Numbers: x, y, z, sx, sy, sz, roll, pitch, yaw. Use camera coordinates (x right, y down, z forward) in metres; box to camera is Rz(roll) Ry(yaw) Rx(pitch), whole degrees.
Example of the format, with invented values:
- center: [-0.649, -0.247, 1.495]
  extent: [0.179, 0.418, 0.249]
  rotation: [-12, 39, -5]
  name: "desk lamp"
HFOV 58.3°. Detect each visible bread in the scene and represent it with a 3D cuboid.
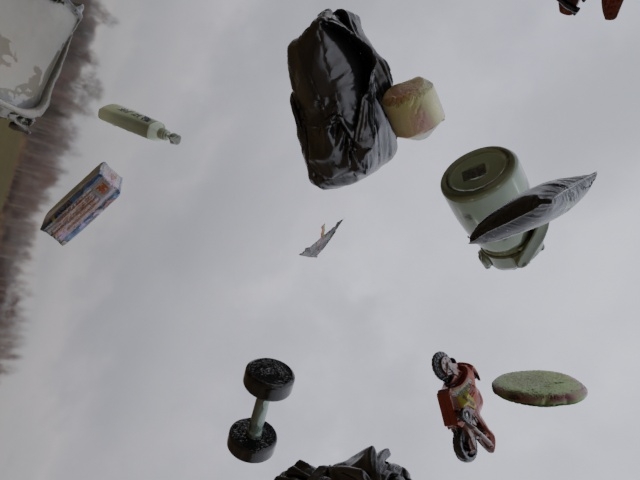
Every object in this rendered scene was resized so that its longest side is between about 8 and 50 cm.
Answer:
- center: [0.543, 0.362, 1.430]
  extent: [0.228, 0.229, 0.033]
  rotation: [5, -82, 62]
  name: "bread"

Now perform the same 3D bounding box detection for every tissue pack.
- center: [-0.457, -0.072, 1.110]
  extent: [0.155, 0.065, 0.115]
  rotation: [-41, -154, 2]
  name: "tissue pack"

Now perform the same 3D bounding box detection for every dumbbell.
- center: [-0.118, 0.333, 1.126]
  extent: [0.100, 0.100, 0.191]
  rotation: [-130, -129, -57]
  name: "dumbbell"

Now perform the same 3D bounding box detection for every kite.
- center: [0.000, 0.000, 1.562]
  extent: [0.010, 0.190, 0.159]
  rotation: [39, -35, 16]
  name: "kite"

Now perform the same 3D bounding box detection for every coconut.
- center: [0.242, -0.329, 1.476]
  extent: [0.147, 0.152, 0.147]
  rotation: [-24, -151, 14]
  name: "coconut"

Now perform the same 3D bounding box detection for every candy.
- center: [-0.412, -0.254, 0.695]
  extent: [0.137, 0.185, 0.195]
  rotation: [10, -100, 24]
  name: "candy"

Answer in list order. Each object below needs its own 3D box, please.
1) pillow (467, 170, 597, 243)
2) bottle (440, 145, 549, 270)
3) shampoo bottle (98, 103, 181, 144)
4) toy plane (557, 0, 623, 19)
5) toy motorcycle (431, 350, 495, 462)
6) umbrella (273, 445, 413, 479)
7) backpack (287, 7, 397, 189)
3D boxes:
- center: [0.313, -0.047, 0.833]
  extent: [0.141, 0.208, 0.055]
  rotation: [-39, -104, 40]
  name: "pillow"
- center: [0.490, -0.062, 1.532]
  extent: [0.229, 0.351, 0.229]
  rotation: [-26, -148, 18]
  name: "bottle"
- center: [-0.269, -0.174, 0.871]
  extent: [0.141, 0.049, 0.034]
  rotation: [24, -81, 20]
  name: "shampoo bottle"
- center: [0.257, -0.320, 0.605]
  extent: [0.061, 0.189, 0.130]
  rotation: [-46, 168, -40]
  name: "toy plane"
- center: [0.388, 0.444, 1.563]
  extent: [0.089, 0.171, 0.298]
  rotation: [-25, -107, 39]
  name: "toy motorcycle"
- center: [-0.013, 0.373, 0.841]
  extent: [0.340, 0.118, 0.118]
  rotation: [-24, -125, 37]
  name: "umbrella"
- center: [0.064, -0.380, 1.523]
  extent: [0.255, 0.363, 0.445]
  rotation: [-8, -69, 30]
  name: "backpack"
